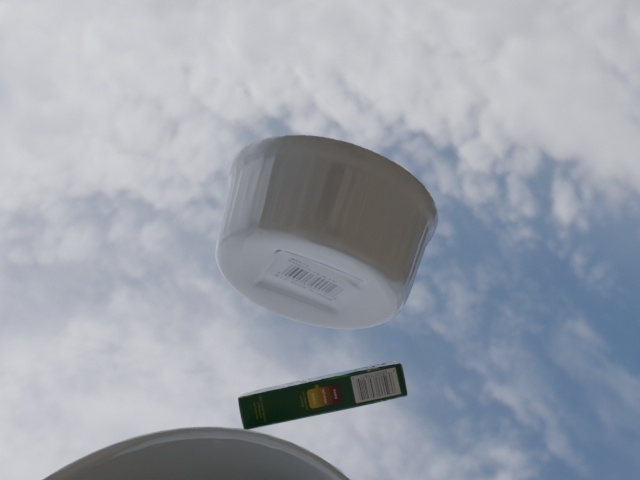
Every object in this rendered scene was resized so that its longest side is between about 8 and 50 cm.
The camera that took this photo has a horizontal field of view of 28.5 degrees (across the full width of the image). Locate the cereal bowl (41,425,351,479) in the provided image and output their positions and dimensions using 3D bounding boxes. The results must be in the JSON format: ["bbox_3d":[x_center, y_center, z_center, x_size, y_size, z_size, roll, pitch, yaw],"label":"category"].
[{"bbox_3d":[-0.077,0.279,0.690,0.141,0.338,0.339,56,-145,-46],"label":"cereal bowl"}]

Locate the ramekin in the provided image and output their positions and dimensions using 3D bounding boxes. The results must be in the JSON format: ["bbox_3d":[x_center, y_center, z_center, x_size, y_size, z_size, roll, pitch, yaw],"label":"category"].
[{"bbox_3d":[0.000,0.000,1.591,0.277,0.277,0.135,28,-120,-20],"label":"ramekin"}]

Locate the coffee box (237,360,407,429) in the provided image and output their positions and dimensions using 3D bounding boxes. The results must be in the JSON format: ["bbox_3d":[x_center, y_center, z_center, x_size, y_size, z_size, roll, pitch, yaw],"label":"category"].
[{"bbox_3d":[0.001,0.171,1.397,0.184,0.113,0.041,-12,-94,-1],"label":"coffee box"}]
